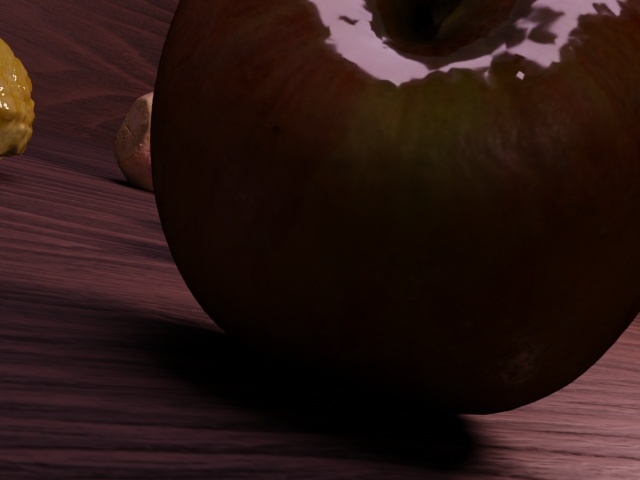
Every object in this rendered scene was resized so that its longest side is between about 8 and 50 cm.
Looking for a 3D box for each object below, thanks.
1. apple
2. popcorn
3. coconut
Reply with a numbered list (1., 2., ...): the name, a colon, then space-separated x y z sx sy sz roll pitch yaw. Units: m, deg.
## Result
1. apple: 0.074 -0.066 0.696 0.401 0.400 0.333 17 -33 14
2. popcorn: -0.516 -0.215 1.340 0.174 0.225 0.286 -16 2 9
3. coconut: -0.292 -0.196 1.935 0.237 0.236 0.197 11 -29 -43
